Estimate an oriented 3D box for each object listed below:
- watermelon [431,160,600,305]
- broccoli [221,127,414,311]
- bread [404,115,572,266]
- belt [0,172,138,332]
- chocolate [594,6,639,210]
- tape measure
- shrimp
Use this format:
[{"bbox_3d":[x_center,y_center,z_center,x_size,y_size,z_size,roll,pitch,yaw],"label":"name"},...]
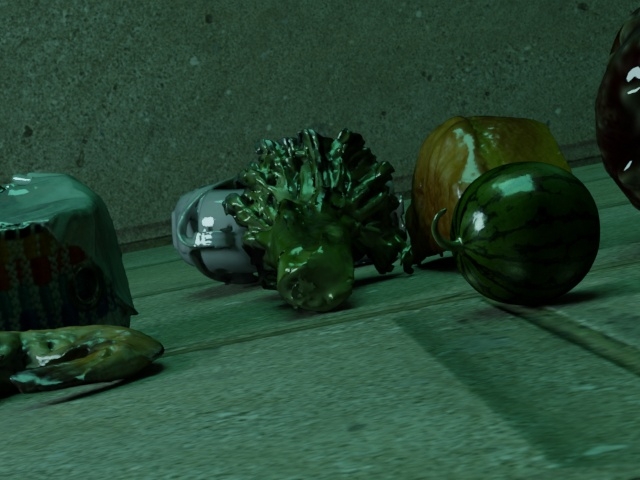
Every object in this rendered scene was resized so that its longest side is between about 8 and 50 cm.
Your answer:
[{"bbox_3d":[0.130,-0.002,1.057,0.109,0.109,0.109,-11,3,1],"label":"watermelon"},{"bbox_3d":[-0.006,-0.004,1.393,0.165,0.145,0.304,-15,15,3],"label":"broccoli"},{"bbox_3d":[0.150,-0.049,1.466,0.129,0.134,0.260,-10,3,-10],"label":"bread"},{"bbox_3d":[-0.280,0.034,1.284,0.257,0.150,0.207,-13,12,-24],"label":"belt"},{"bbox_3d":[0.361,-0.113,1.234,0.340,0.225,0.210,-9,16,30],"label":"chocolate"},{"bbox_3d":[-0.056,-0.019,1.718,0.236,0.120,0.197,-7,7,-22],"label":"tape measure"},{"bbox_3d":[-0.235,0.089,1.057,0.296,0.058,0.169,-9,4,-40],"label":"shrimp"}]
